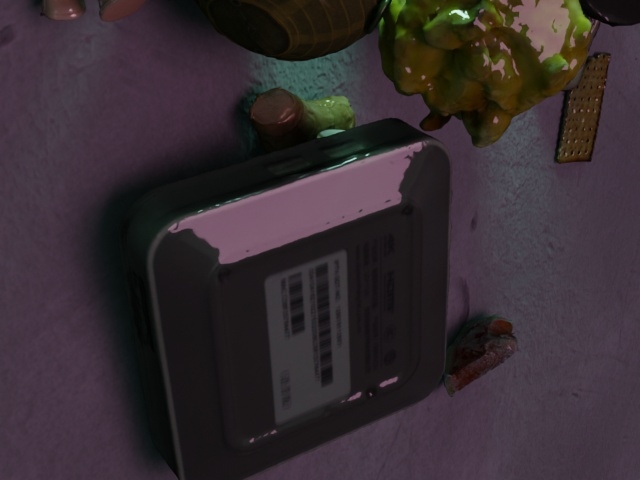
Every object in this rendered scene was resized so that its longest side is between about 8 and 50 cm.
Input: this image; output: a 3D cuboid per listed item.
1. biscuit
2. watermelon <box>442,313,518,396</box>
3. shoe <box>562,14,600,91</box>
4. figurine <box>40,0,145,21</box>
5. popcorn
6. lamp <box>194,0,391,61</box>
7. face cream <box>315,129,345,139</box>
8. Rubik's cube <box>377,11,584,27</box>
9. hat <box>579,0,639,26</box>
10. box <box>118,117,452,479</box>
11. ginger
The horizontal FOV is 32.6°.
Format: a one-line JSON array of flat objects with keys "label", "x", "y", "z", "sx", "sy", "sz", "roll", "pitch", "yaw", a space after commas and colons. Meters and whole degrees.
[{"label": "biscuit", "x": 0.473, "y": -0.238, "z": 1.973, "sx": 0.144, "sy": 0.016, "sz": 0.203, "roll": -10, "pitch": 111, "yaw": -49}, {"label": "watermelon", "x": 0.270, "y": 0.170, "z": 1.799, "sx": 0.187, "sy": 0.139, "sz": 0.071, "roll": -43, "pitch": 99, "yaw": -32}, {"label": "shoe", "x": 0.410, "y": -0.347, "z": 1.816, "sx": 0.077, "sy": 0.074, "sz": 0.194, "roll": 4, "pitch": 102, "yaw": -46}, {"label": "figurine", "x": -0.230, "y": -0.335, "z": 0.992, "sx": 0.200, "sy": 0.133, "sz": 0.276, "roll": -22, "pitch": 124, "yaw": -30}, {"label": "popcorn", "x": 0.180, "y": -0.238, "z": 1.243, "sx": 0.233, "sy": 0.192, "sz": 0.266, "roll": 2, "pitch": 119, "yaw": -14}, {"label": "lamp", "x": -0.023, "y": -0.334, "z": 1.160, "sx": 0.250, "sy": 0.250, "sz": 0.284, "roll": 45, "pitch": 62, "yaw": -48}, {"label": "face cream", "x": 0.000, "y": 0.000, "z": 1.389, "sx": 0.139, "sy": 0.067, "sz": 0.285, "roll": 2, "pitch": 119, "yaw": -44}, {"label": "Rubik's cube", "x": 0.221, "y": -0.416, "z": 1.417, "sx": 0.260, "sy": 0.259, "sz": 0.254, "roll": -40, "pitch": 132, "yaw": -40}, {"label": "hat", "x": 0.426, "y": -0.456, "z": 1.373, "sx": 0.382, "sy": 0.257, "sz": 0.366, "roll": -16, "pitch": 137, "yaw": -16}, {"label": "box", "x": -0.022, "y": 0.080, "z": 1.302, "sx": 0.396, "sy": 0.111, "sz": 0.396, "roll": -20, "pitch": 127, "yaw": -23}, {"label": "ginger", "x": -0.022, "y": -0.143, "z": 1.362, "sx": 0.190, "sy": 0.069, "sz": 0.095, "roll": -11, "pitch": 108, "yaw": -49}]
